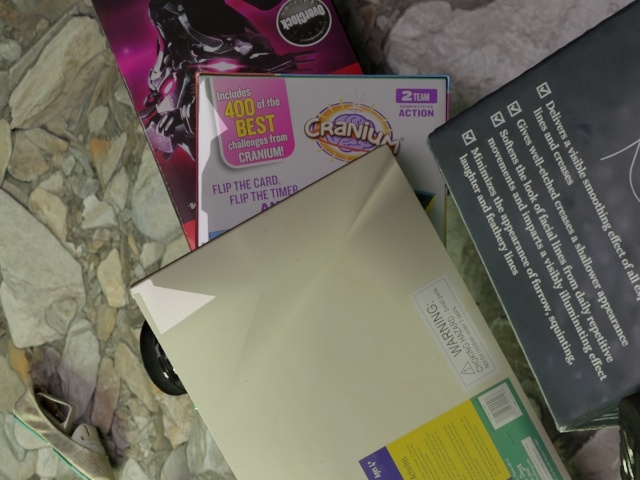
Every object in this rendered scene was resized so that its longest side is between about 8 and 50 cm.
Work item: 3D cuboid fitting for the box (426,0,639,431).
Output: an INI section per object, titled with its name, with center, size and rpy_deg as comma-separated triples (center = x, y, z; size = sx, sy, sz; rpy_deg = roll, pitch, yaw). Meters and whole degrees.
[box]
center = 0.343, -0.052, 1.473
size = 0.395, 0.212, 0.294
rpy_deg = -32, 71, 28

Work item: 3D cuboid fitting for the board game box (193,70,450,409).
[board game box]
center = 0.000, 0.000, 1.639
size = 0.242, 0.064, 0.317
rpy_deg = 1, 93, -5

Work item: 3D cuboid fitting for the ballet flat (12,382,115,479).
[ballet flat]
center = -0.284, 0.216, 1.946
size = 0.168, 0.057, 0.052
rpy_deg = 34, 95, 29

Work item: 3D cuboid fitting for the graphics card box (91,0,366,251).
[graphics card box]
center = -0.082, -0.173, 1.763
size = 0.232, 0.094, 0.371
rpy_deg = -22, 73, 0

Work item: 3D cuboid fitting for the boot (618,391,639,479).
[boot]
center = 0.392, 0.208, 1.456
size = 0.260, 0.348, 0.131
rpy_deg = -20, 51, -8

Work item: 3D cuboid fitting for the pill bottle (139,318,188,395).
[pill bottle]
center = -0.073, 0.091, 1.779
size = 0.219, 0.123, 0.123
rpy_deg = -18, 78, 31

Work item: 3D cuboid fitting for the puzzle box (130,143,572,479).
[puzzle box]
center = 0.039, 0.153, 1.592
size = 0.272, 0.052, 0.409
rpy_deg = -29, 95, -3
